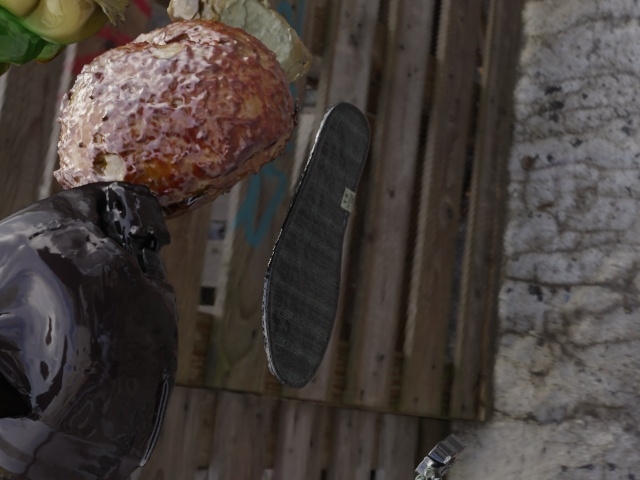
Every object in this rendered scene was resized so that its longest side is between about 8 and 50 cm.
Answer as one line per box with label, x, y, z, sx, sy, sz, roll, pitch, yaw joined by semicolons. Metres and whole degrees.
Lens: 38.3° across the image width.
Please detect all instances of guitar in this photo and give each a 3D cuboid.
guitar;0.159;0.320;1.294;0.038;0.271;0.084;40;93;15

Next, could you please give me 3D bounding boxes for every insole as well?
insole;0.000;0.000;0.955;0.012;0.110;0.309;-3;64;45

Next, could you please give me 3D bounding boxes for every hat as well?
hat;-0.250;0.115;0.716;0.238;0.209;0.336;46;125;41

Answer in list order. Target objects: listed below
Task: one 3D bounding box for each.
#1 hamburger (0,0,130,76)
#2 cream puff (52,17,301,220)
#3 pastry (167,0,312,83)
hamburger;-0.217;-0.178;0.496;0.149;0.237;0.237;-29;62;7
cream puff;-0.142;-0.118;0.873;0.240;0.164;0.240;-22;33;15
pastry;-0.118;-0.294;1.298;0.218;0.229;0.100;34;85;34
